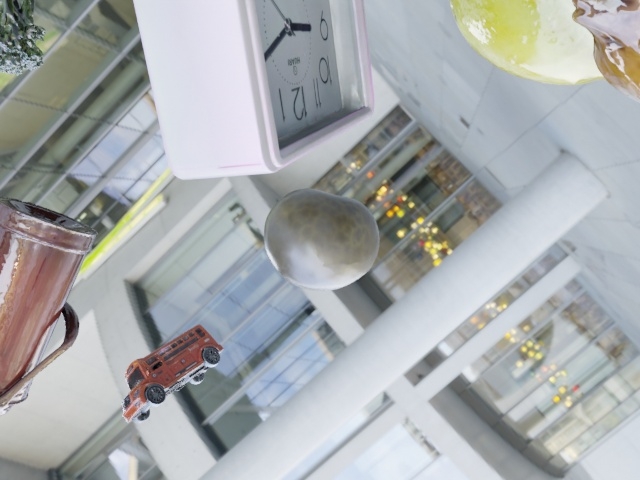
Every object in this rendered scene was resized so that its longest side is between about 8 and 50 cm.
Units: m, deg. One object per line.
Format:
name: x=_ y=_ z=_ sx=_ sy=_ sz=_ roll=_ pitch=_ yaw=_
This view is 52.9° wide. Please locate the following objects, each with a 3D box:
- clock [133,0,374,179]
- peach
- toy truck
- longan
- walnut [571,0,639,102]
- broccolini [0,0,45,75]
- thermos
clock: x=-0.028 y=-0.133 z=0.401 sx=0.197 sy=0.063 sz=0.149 roll=-42 pitch=-52 yaw=-61
peach: x=0.338 y=-0.356 z=0.858 sx=0.315 sy=0.281 sz=0.315 roll=-9 pitch=-141 yaw=-24
toy truck: x=-0.339 y=0.291 z=1.419 sx=0.114 sy=0.107 sz=0.253 roll=50 pitch=-140 yaw=8
longan: x=0.000 y=0.000 z=1.188 sx=0.213 sy=0.197 sz=0.198 roll=11 pitch=-164 yaw=-6
walnut: x=0.372 y=-0.187 z=0.556 sx=0.337 sy=0.208 sz=0.209 roll=3 pitch=-157 yaw=-12
broccolini: x=-0.424 y=-0.323 z=0.864 sx=0.068 sy=0.091 sz=0.202 roll=18 pitch=-116 yaw=-87
thermos: x=-0.300 y=0.081 z=0.594 sx=0.099 sy=0.231 sz=0.124 roll=24 pitch=180 yaw=37
